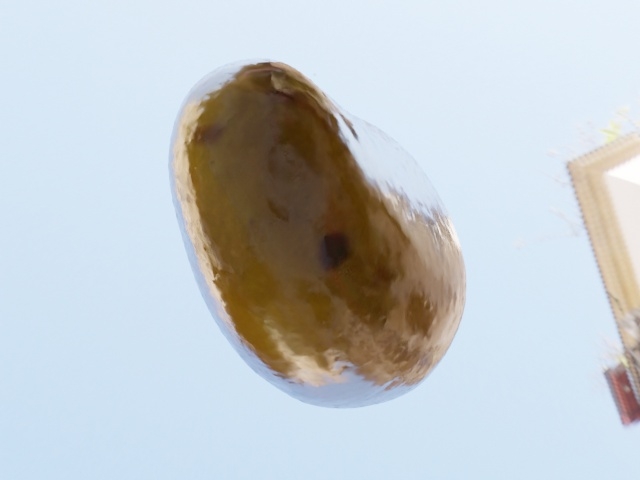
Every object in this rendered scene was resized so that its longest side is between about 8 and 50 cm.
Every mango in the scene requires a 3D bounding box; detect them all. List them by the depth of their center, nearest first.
[{"bbox_3d":[0.001,0.003,0.503,0.090,0.178,0.115,-19,-104,9],"label":"mango"}]
